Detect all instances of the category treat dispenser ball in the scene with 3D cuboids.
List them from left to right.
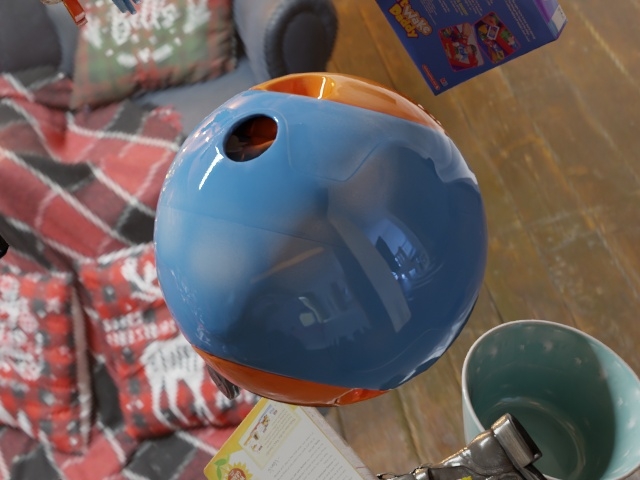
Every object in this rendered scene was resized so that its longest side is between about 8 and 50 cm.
[{"bbox_3d":[0.000,0.000,0.956,0.288,0.288,0.288,-17,41,16],"label":"treat dispenser ball"}]

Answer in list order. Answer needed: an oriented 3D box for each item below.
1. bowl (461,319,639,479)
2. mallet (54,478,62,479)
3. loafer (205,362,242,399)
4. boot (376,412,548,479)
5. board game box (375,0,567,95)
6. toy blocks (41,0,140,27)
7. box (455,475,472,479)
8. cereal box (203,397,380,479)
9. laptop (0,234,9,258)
[{"bbox_3d":[0.352,0.296,1.753,0.311,0.163,0.311,8,44,-8],"label":"bowl"},{"bbox_3d":[-0.262,0.287,1.228,0.039,0.189,0.062,-37,83,5],"label":"mallet"},{"bbox_3d":[-0.148,0.185,1.938,0.095,0.302,0.109,-35,70,-20],"label":"loafer"},{"bbox_3d":[0.211,0.376,1.437,0.229,0.091,0.263,-35,63,13],"label":"boot"},{"bbox_3d":[0.193,-0.424,1.711,0.233,0.347,0.078,-21,22,36],"label":"board game box"},{"bbox_3d":[-0.257,-0.281,1.188,0.054,0.148,0.123,-26,-15,-44],"label":"toy blocks"},{"bbox_3d":[0.132,0.290,1.138,0.054,0.169,0.059,-16,70,-4],"label":"box"},{"bbox_3d":[-0.025,0.324,1.426,0.240,0.047,0.173,46,105,26],"label":"cereal box"},{"bbox_3d":[-0.518,-0.023,1.202,0.136,0.264,0.234,-45,81,12],"label":"laptop"}]
